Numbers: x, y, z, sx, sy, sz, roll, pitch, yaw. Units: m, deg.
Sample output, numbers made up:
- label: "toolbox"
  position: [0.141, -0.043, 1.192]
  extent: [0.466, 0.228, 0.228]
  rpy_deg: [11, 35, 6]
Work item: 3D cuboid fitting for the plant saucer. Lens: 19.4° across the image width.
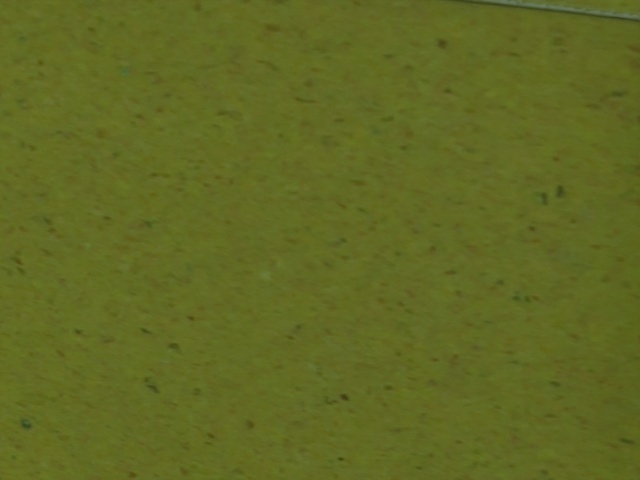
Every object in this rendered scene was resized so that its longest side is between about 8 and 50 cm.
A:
- label: "plant saucer"
  position: [0.000, 0.000, 0.525]
  extent: [0.333, 0.081, 0.333]
  rpy_deg: [8, 131, 12]
